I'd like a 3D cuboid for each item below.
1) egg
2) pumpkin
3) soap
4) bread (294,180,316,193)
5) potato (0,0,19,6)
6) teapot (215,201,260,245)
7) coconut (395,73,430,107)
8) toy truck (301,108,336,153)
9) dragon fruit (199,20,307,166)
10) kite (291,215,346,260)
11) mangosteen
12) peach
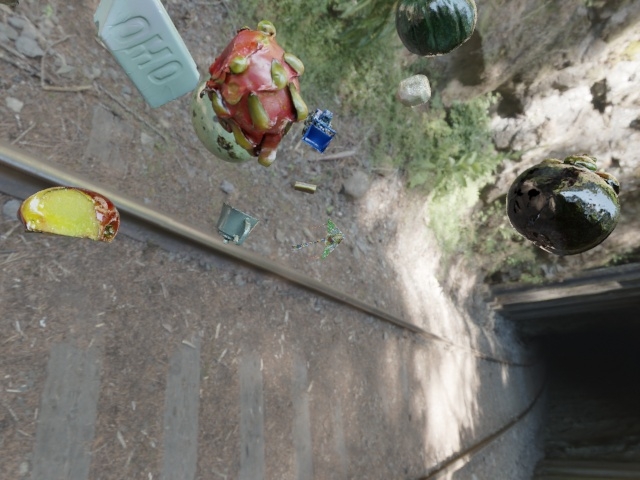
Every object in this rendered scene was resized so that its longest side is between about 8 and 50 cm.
[{"bbox_3d":[-0.324,-0.448,1.523,0.287,0.288,0.379,41,17,-49],"label":"egg"},{"bbox_3d":[0.463,-0.845,1.622,0.196,0.293,0.263,-104,171,-56],"label":"pumpkin"},{"bbox_3d":[-0.455,-0.513,1.094,0.095,0.173,0.289,62,-2,38],"label":"soap"},{"bbox_3d":[-0.068,-0.238,1.869,0.090,0.095,0.035,143,-40,-85],"label":"bread"},{"bbox_3d":[-0.605,-0.540,0.787,0.100,0.261,0.120,-30,116,-44],"label":"potato"},{"bbox_3d":[-0.342,-0.049,1.650,0.162,0.239,0.149,30,88,-38],"label":"teapot"},{"bbox_3d":[0.321,-0.527,1.474,0.110,0.125,0.110,23,63,-57],"label":"coconut"},{"bbox_3d":[-0.002,-0.472,1.761,0.113,0.126,0.208,28,44,-22],"label":"toy truck"},{"bbox_3d":[-0.154,-0.342,1.001,0.243,0.307,0.227,35,52,-14],"label":"dragon fruit"},{"bbox_3d":[0.000,0.000,1.609,0.245,0.006,0.198,-10,121,-29],"label":"kite"},{"bbox_3d":[0.673,-0.118,1.148,0.302,0.275,0.275,-53,134,-12],"label":"mangosteen"},{"bbox_3d":[-0.714,-0.074,1.210,0.154,0.268,0.158,61,34,-78],"label":"peach"}]
